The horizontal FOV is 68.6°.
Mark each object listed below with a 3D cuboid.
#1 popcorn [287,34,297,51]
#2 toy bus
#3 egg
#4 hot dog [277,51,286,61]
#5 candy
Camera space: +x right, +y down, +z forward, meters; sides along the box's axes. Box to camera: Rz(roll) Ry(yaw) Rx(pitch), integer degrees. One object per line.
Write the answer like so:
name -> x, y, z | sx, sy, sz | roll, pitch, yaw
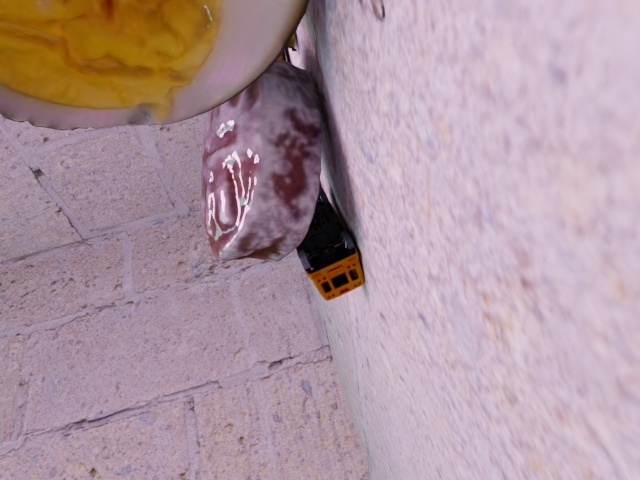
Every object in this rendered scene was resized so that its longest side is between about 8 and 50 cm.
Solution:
popcorn -> -0.069, -0.304, 0.700 | 0.084, 0.084, 0.084 | 165, 90, -85
toy bus -> 0.000, 0.000, 0.734 | 0.194, 0.083, 0.088 | -115, 1, -52
egg -> -0.213, -0.333, 0.429 | 0.354, 0.355, 0.339 | 87, 162, -68
hot dog -> -0.113, -0.423, 0.804 | 0.083, 0.068, 0.289 | -99, -5, -65
candy -> -0.082, -0.111, 0.653 | 0.214, 0.157, 0.289 | -15, 70, 56
